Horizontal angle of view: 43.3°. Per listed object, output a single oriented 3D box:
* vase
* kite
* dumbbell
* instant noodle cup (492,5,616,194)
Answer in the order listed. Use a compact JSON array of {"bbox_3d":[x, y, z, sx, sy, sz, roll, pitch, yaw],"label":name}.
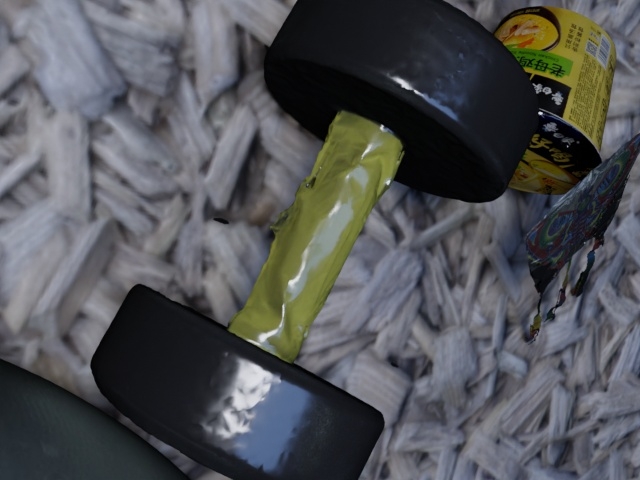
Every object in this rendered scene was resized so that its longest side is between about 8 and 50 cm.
[{"bbox_3d":[-0.141,0.202,0.555,0.321,0.173,0.173,32,81,-41],"label":"vase"},{"bbox_3d":[0.242,0.018,0.773,0.152,0.015,0.285,-39,152,-14],"label":"kite"},{"bbox_3d":[0.000,0.000,0.577,0.203,0.203,0.323,34,80,-34],"label":"dumbbell"},{"bbox_3d":[0.196,-0.127,0.728,0.151,0.151,0.122,39,69,-34],"label":"instant noodle cup"}]
